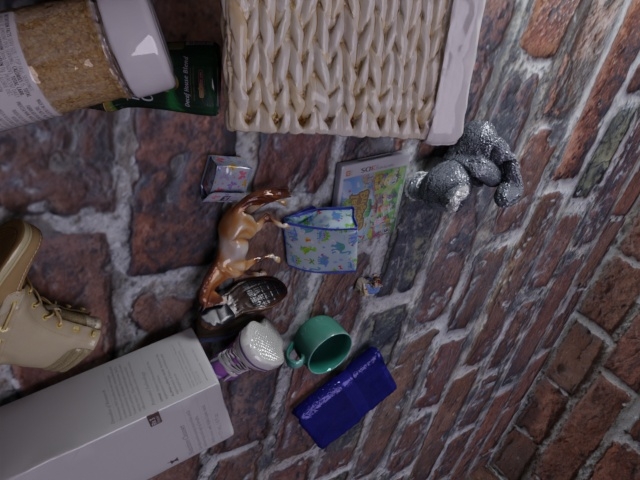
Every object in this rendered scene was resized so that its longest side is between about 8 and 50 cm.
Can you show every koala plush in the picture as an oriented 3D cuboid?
[{"bbox_3d":[0.317,-0.146,1.149,0.221,0.196,0.203,-33,125,-15],"label":"koala plush"}]

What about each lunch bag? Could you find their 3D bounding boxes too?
[{"bbox_3d":[0.000,0.000,1.053,0.151,0.096,0.128,-4,128,-2],"label":"lunch bag"},{"bbox_3d":[-0.165,-0.101,0.868,0.071,0.053,0.083,-1,130,-38],"label":"lunch bag"}]

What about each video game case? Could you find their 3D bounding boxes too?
[{"bbox_3d":[0.108,-0.090,1.125,0.194,0.023,0.212,-16,130,-30],"label":"video game case"}]

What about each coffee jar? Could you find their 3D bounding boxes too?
[{"bbox_3d":[-0.227,-0.219,0.663,0.185,0.079,0.096,0,123,-9],"label":"coffee jar"}]

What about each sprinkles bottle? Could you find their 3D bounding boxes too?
[{"bbox_3d":[-0.346,-0.180,0.536,0.356,0.121,0.121,-18,132,-8],"label":"sprinkles bottle"}]

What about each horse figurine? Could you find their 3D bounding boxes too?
[{"bbox_3d":[-0.143,0.003,0.956,0.175,0.066,0.263,-7,126,-43],"label":"horse figurine"}]

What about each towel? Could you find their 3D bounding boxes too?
[{"bbox_3d":[0.074,0.463,1.487,0.308,0.076,0.227,-36,130,-12],"label":"towel"}]

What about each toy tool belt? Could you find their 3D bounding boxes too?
[{"bbox_3d":[0.132,0.121,1.283,0.083,0.051,0.052,-11,127,-35],"label":"toy tool belt"}]

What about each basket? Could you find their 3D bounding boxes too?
[{"bbox_3d":[0.012,-0.305,0.597,0.267,0.328,0.331,-3,116,-10],"label":"basket"}]

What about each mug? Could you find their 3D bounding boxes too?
[{"bbox_3d":[-0.010,0.247,1.226,0.158,0.097,0.129,18,108,-45],"label":"mug"}]

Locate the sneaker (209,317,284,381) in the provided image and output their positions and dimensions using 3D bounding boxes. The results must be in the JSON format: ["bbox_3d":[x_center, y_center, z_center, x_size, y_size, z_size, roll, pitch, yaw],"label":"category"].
[{"bbox_3d":[-0.162,0.245,1.017,0.161,0.102,0.282,-33,173,-3],"label":"sneaker"}]

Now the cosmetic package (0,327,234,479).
[{"bbox_3d":[-0.380,0.349,0.931,0.385,0.156,0.217,-24,137,-22],"label":"cosmetic package"}]

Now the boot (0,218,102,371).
[{"bbox_3d":[-0.429,0.099,0.765,0.204,0.095,0.261,22,107,-46],"label":"boot"}]

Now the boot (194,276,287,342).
[{"bbox_3d":[-0.174,0.145,1.052,0.219,0.082,0.106,-17,156,-42],"label":"boot"}]
